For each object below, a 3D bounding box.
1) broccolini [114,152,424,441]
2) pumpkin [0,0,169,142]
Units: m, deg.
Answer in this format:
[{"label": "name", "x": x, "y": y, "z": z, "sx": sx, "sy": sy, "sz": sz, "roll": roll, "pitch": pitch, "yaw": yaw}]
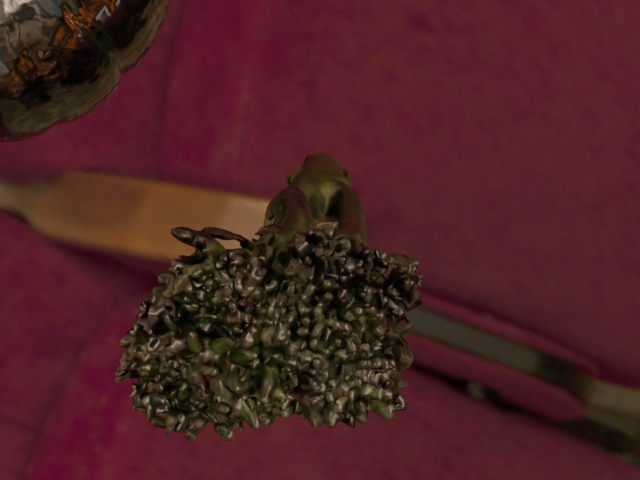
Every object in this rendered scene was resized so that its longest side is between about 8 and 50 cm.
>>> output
[{"label": "broccolini", "x": -0.003, "y": 0.012, "z": 0.557, "sx": 0.074, "sy": 0.201, "sz": 0.058, "roll": 9, "pitch": 99, "yaw": 6}, {"label": "pumpkin", "x": -0.159, "y": -0.139, "z": 0.854, "sx": 0.140, "sy": 0.202, "sz": 0.202, "roll": 142, "pitch": 147, "yaw": -78}]
